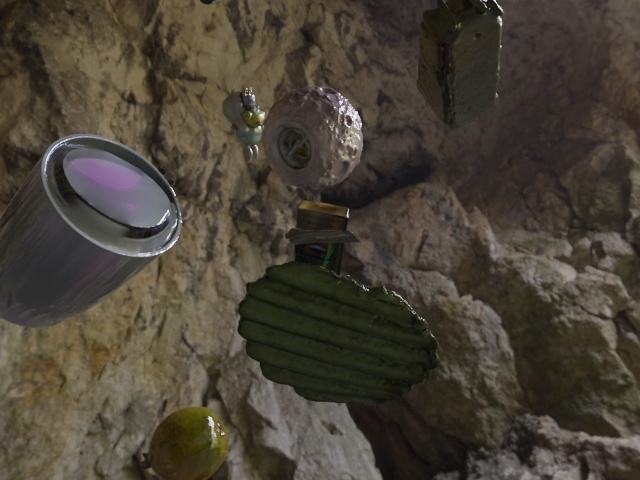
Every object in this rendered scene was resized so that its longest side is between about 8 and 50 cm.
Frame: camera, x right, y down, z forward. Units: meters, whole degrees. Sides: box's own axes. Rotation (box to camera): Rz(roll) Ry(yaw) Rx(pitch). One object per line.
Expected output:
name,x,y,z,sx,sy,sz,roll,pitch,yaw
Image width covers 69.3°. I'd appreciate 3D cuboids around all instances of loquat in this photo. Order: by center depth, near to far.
loquat,-0.386,0.578,1.290,0.246,0.213,0.213,-22,-28,-4

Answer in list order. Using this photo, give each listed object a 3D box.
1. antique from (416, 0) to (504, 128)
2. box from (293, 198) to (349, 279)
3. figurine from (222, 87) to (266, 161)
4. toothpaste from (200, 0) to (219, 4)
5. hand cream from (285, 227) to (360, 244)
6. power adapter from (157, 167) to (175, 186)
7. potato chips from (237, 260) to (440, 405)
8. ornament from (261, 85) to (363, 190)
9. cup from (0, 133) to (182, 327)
antique,0.269,-0.358,0.902,0.125,0.150,0.284,-26,-22,4
box,0.000,0.000,1.467,0.159,0.071,0.240,10,-58,6
figurine,-0.262,-0.422,1.707,0.155,0.235,0.127,-21,4,31
toothpaste,-0.247,-0.628,1.165,0.062,0.239,0.039,5,-56,7
hand cream,0.000,-0.008,0.948,0.165,0.037,0.057,0,-22,29
power adapter,-0.530,-0.136,1.360,0.205,0.125,0.130,-35,-25,-11
potato chips,0.027,0.220,0.979,0.429,0.070,0.358,17,-57,0
ornament,-0.014,-0.255,1.168,0.259,0.259,0.225,-47,-4,39
cup,-0.465,-0.004,0.877,0.371,0.253,0.253,-34,-30,28
